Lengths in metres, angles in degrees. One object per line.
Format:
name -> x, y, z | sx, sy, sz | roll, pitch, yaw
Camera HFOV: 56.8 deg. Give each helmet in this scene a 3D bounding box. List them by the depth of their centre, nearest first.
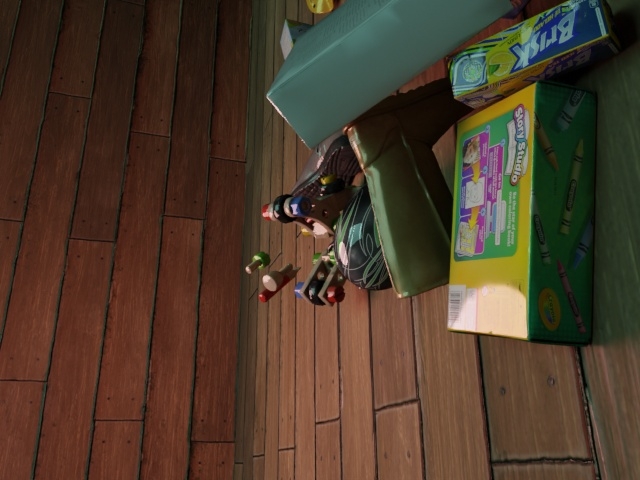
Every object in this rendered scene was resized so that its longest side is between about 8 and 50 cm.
helmet -> 0.100, -0.003, 0.982 | 0.161, 0.170, 0.169 | -77, 7, -46

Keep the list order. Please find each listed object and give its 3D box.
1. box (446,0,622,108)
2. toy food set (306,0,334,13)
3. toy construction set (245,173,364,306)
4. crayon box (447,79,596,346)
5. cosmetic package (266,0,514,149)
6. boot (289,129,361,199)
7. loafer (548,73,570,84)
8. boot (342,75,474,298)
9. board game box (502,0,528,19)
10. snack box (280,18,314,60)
box -> 0.229, -0.203, 0.647 | 0.169, 0.059, 0.054 | -17, 77, 37
toy food set -> 0.029, -0.749, 1.666 | 0.128, 0.071, 0.217 | 31, 118, 46
toy construction set -> 0.000, 0.000, 1.292 | 0.237, 0.257, 0.309 | -40, 0, -44
crayon box -> 0.229, -0.024, 0.693 | 0.165, 0.081, 0.278 | 165, 110, -72
cosmetic package -> 0.085, -0.299, 0.832 | 0.284, 0.097, 0.377 | -34, 21, 21
boot -> 0.025, -0.225, 1.436 | 0.338, 0.118, 0.222 | -40, 42, 51
loafer -> 0.246, -0.206, 0.743 | 0.170, 0.062, 0.061 | -177, 89, -74
boot -> 0.167, -0.079, 0.838 | 0.089, 0.236, 0.269 | 127, 123, -79
board game box -> 0.280, -0.422, 0.732 | 0.243, 0.042, 0.164 | 130, 143, -62
snack box -> 0.000, -0.458, 1.449 | 0.207, 0.175, 0.070 | -105, 28, -49
